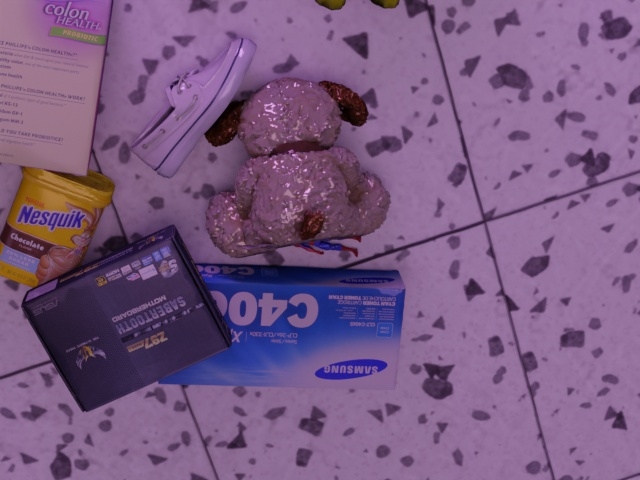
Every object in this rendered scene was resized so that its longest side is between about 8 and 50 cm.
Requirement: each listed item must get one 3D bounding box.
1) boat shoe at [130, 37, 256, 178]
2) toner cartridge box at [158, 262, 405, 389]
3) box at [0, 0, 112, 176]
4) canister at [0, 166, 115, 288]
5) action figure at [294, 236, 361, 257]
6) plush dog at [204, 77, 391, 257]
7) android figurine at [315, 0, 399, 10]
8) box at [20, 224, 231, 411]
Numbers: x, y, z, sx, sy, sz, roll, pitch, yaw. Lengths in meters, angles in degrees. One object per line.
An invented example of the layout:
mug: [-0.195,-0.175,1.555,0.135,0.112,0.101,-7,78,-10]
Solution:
boat shoe: [-0.174,-0.186,1.727,0.076,0.083,0.226,31,104,-18]
toner cartridge box: [-0.059,0.124,1.860,0.348,0.075,0.165,2,111,-7]
box: [-0.390,-0.228,1.668,0.214,0.117,0.243,8,110,-10]
canister: [-0.371,-0.021,1.771,0.126,0.073,0.170,21,108,-14]
action figure: [0.000,0.000,1.848,0.115,0.030,0.038,9,114,-8]
plush dog: [-0.039,-0.107,1.734,0.262,0.210,0.225,-10,86,-4]
android figurine: [0.077,-0.422,1.634,0.248,0.056,0.273,-7,132,-25]
box: [-0.263,0.109,1.762,0.233,0.059,0.183,-23,111,5]
